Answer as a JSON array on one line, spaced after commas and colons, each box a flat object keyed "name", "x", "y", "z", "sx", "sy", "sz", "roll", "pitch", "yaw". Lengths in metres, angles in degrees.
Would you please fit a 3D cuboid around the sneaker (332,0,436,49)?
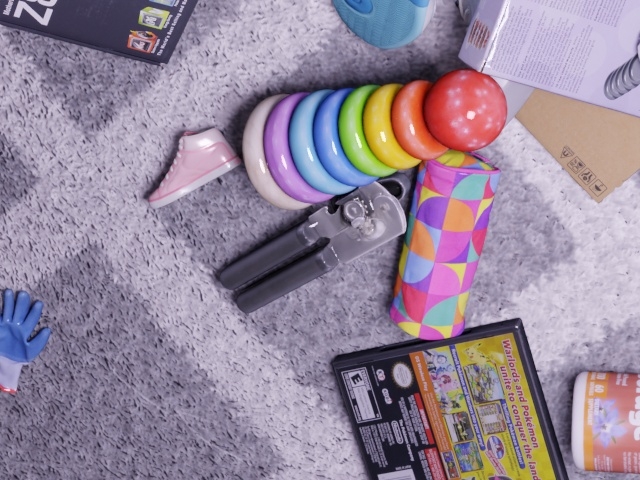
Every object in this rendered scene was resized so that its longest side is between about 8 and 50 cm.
[{"name": "sneaker", "x": 0.133, "y": -0.352, "z": 1.660, "sx": 0.127, "sy": 0.208, "sz": 0.319, "roll": 40, "pitch": 154, "yaw": 2}]

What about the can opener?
[{"name": "can opener", "x": 0.000, "y": 0.000, "z": 1.851, "sx": 0.283, "sy": 0.095, "sz": 0.076, "roll": -29, "pitch": 100, "yaw": 37}]

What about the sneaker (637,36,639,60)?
[{"name": "sneaker", "x": 0.471, "y": -0.253, "z": 1.566, "sx": 0.281, "sy": 0.115, "sz": 0.105, "roll": -45, "pitch": 124, "yaw": 0}]

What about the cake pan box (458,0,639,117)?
[{"name": "cake pan box", "x": 0.303, "y": -0.279, "z": 1.593, "sx": 0.246, "sy": 0.070, "sz": 0.267, "roll": 10, "pitch": 109, "yaw": -26}]

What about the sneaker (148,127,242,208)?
[{"name": "sneaker", "x": -0.169, "y": -0.095, "z": 1.873, "sx": 0.134, "sy": 0.051, "sz": 0.070, "roll": -28, "pitch": 98, "yaw": 19}]

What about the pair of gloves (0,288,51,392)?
[{"name": "pair of gloves", "x": -0.467, "y": 0.114, "z": 2.042, "sx": 0.198, "sy": 0.023, "sz": 0.159, "roll": 25, "pitch": 113, "yaw": 5}]

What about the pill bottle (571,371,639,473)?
[{"name": "pill bottle", "x": 0.412, "y": 0.219, "z": 1.783, "sx": 0.216, "sy": 0.121, "sz": 0.121, "roll": 1, "pitch": 109, "yaw": 15}]

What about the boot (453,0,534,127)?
[{"name": "boot", "x": 0.197, "y": -0.238, "z": 1.694, "sx": 0.123, "sy": 0.095, "sz": 0.258, "roll": 36, "pitch": 103, "yaw": 24}]

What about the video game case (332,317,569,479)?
[{"name": "video game case", "x": 0.172, "y": 0.251, "z": 1.907, "sx": 0.248, "sy": 0.035, "sz": 0.275, "roll": -13, "pitch": 104, "yaw": 19}]

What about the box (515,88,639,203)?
[{"name": "box", "x": 0.314, "y": -0.166, "z": 1.730, "sx": 0.201, "sy": 0.021, "sz": 0.164, "roll": 46, "pitch": 113, "yaw": -3}]

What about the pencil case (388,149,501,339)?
[{"name": "pencil case", "x": 0.148, "y": 0.004, "z": 1.797, "sx": 0.104, "sy": 0.104, "sz": 0.236, "roll": 15, "pitch": 114, "yaw": 10}]

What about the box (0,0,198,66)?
[{"name": "box", "x": -0.257, "y": -0.371, "z": 1.623, "sx": 0.318, "sy": 0.097, "sz": 0.395, "roll": 15, "pitch": 145, "yaw": -18}]

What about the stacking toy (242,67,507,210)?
[{"name": "stacking toy", "x": 0.069, "y": -0.120, "z": 1.686, "sx": 0.330, "sy": 0.141, "sz": 0.141, "roll": -8, "pitch": 108, "yaw": 43}]
